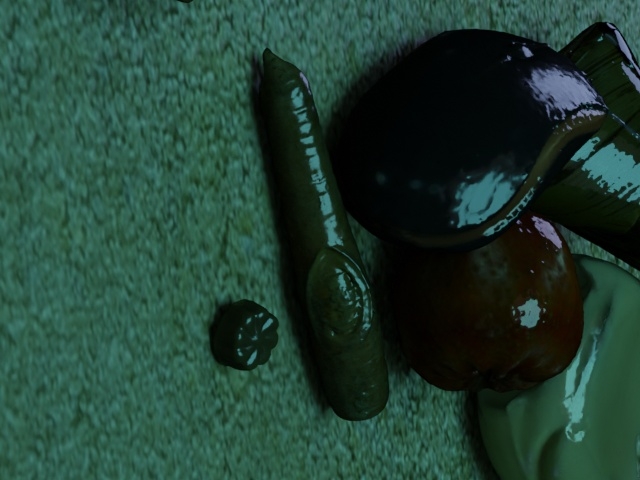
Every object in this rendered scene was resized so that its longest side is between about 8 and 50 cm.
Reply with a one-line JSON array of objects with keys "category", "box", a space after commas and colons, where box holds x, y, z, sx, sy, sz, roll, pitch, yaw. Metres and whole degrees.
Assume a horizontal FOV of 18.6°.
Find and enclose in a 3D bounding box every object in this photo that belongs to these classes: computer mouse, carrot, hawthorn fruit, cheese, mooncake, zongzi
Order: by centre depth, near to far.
[{"category": "mooncake", "box": [-0.085, 0.224, 1.567, 0.150, 0.057, 0.347, -5, 90, -42]}, {"category": "carrot", "box": [0.000, 0.000, 1.658, 0.070, 0.070, 0.342, -38, 121, -47]}, {"category": "computer mouse", "box": [0.136, -0.105, 1.742, 0.323, 0.183, 0.116, -46, 157, -45]}, {"category": "hawthorn fruit", "box": [0.156, 0.039, 1.793, 0.179, 0.179, 0.200, 36, 56, -50]}, {"category": "zongzi", "box": [0.258, -0.038, 1.913, 0.300, 0.138, 0.286, -30, 83, -41]}, {"category": "cheese", "box": [0.264, 0.149, 1.990, 0.233, 0.127, 0.266, 54, 51, -41]}]

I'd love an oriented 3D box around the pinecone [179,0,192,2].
[{"category": "pinecone", "box": [-0.086, -0.279, 1.407, 0.208, 0.207, 0.208, -6, 97, -55]}]
